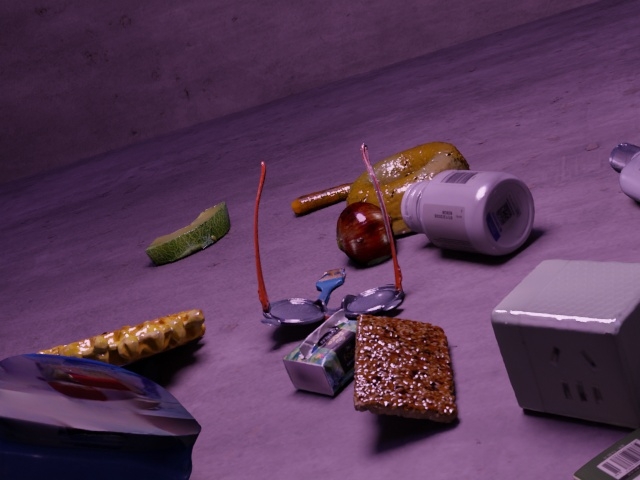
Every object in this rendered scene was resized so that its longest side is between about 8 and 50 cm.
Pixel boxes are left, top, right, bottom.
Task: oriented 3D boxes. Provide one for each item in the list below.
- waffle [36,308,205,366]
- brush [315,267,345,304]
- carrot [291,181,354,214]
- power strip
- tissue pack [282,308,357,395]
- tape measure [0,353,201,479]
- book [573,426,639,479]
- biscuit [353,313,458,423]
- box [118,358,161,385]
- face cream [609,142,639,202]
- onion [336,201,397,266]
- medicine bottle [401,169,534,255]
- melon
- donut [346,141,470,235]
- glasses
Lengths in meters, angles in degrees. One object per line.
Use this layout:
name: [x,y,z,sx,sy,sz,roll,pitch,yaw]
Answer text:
waffle: [-0.327,0.175,1.524,0.309,0.065,0.283,-14,-1,11]
brush: [0.007,0.092,1.579,0.051,0.014,0.164,-15,21,19]
carrot: [0.020,-0.096,2.024,0.170,0.042,0.042,-17,20,7]
power strip: [0.326,0.111,1.015,0.224,0.140,0.139,3,30,47]
tissue pack: [0.012,0.154,1.309,0.085,0.079,0.111,1,29,45]
tape measure: [-0.310,0.247,1.156,0.259,0.138,0.262,15,7,-29]
book: [0.387,0.220,0.829,0.202,0.027,0.264,-27,19,-17]
biscuit: [0.107,0.159,1.199,0.131,0.025,0.231,8,23,-2]
box: [-0.341,0.270,1.411,0.160,0.050,0.230,-18,19,11]
face cream: [0.545,-0.101,1.446,0.143,0.071,0.291,-22,20,-6]
onion: [0.082,-0.017,1.655,0.118,0.119,0.117,-28,16,-18]
medicine bottle: [0.236,-0.050,1.534,0.135,0.135,0.215,-32,22,-27]
melon: [-0.294,-0.010,2.088,0.209,0.064,0.118,-26,21,-6]
donut: [0.168,-0.103,1.793,0.272,0.107,0.272,-21,18,7]
glasses: [0.000,0.000,1.457,0.234,0.269,0.118,-9,13,9]
